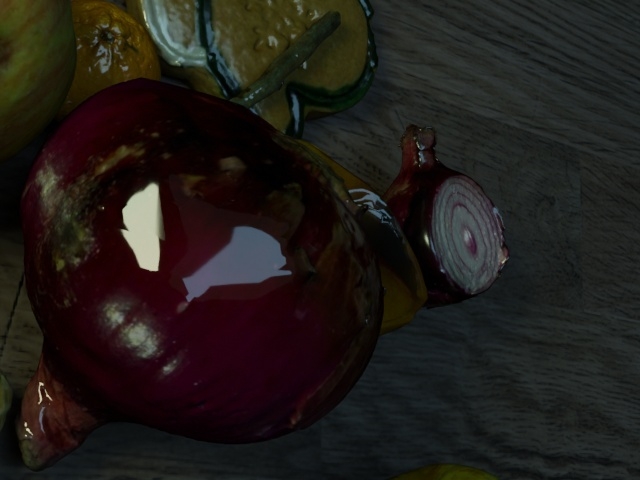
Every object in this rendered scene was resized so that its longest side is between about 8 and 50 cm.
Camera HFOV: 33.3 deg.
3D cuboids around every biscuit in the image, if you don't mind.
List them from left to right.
[{"bbox_3d":[-0.066,-0.230,1.210,0.343,0.057,0.287,13,73,-38],"label":"biscuit"}]

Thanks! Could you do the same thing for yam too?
[{"bbox_3d":[-0.049,-0.181,1.165,0.027,0.029,0.234,43,59,1],"label":"yam"}]

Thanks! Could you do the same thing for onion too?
[{"bbox_3d":[-0.140,0.058,0.948,0.385,0.348,0.348,-45,117,5],"label":"onion"},{"bbox_3d":[0.123,-0.029,1.281,0.195,0.139,0.218,-24,97,-45],"label":"onion"}]

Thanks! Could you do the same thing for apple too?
[{"bbox_3d":[-0.329,-0.168,0.848,0.264,0.264,0.264,9,75,-39],"label":"apple"}]

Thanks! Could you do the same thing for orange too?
[{"bbox_3d":[-0.217,-0.166,1.028,0.135,0.117,0.136,2,87,-38],"label":"orange"}]

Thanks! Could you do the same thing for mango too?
[{"bbox_3d":[0.000,0.000,1.156,0.136,0.166,0.236,-28,107,-13],"label":"mango"}]

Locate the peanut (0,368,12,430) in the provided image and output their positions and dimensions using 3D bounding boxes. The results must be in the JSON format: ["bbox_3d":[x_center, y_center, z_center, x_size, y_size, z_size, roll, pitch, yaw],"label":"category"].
[{"bbox_3d":[-0.335,0.174,0.885,0.193,0.089,0.089,-39,107,-34],"label":"peanut"}]

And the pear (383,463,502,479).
[{"bbox_3d":[0.129,0.380,1.103,0.304,0.304,0.304,9,75,-39],"label":"pear"}]
